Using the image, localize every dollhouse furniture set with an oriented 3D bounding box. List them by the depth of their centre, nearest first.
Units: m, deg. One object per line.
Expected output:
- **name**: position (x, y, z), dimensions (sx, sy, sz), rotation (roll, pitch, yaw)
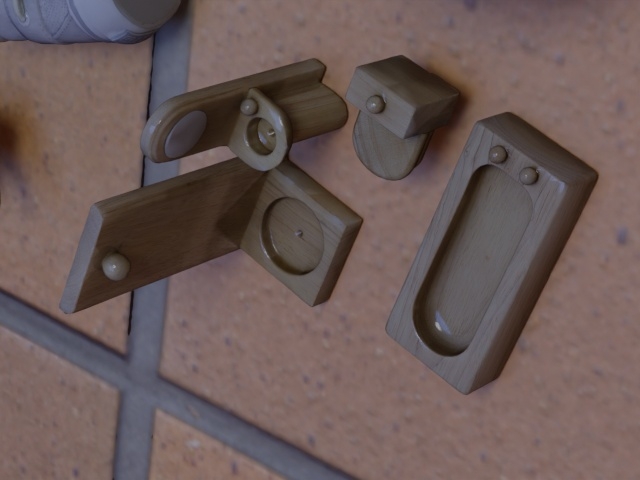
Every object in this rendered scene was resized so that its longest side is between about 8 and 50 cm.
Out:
- **dollhouse furniture set**: position (0.000, 0.000, 0.769), dimensions (0.151, 0.123, 0.144), rotation (39, 125, 24)

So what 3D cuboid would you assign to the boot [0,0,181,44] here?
- **boot**: position (-0.148, -0.214, 0.842), dimensions (0.123, 0.095, 0.258), rotation (0, 105, 33)
